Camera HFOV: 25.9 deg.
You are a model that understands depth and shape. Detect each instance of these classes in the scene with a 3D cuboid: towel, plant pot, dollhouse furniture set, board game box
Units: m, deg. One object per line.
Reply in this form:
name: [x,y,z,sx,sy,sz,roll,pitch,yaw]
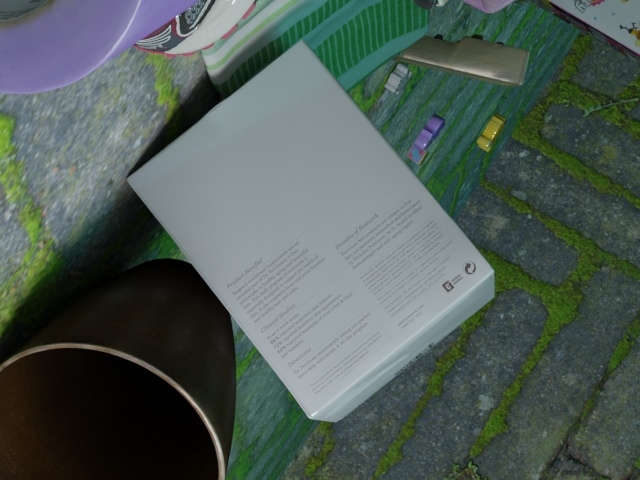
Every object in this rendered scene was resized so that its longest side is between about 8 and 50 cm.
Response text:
towel: [0.007,-0.199,1.290,0.248,0.038,0.325,-38,166,-7]
plant pot: [-0.160,0.119,1.235,0.230,0.215,0.215,-68,-177,-59]
dollhouse furniture set: [0.190,-0.324,1.704,0.212,0.161,0.242,-100,-157,-86]
board game box: [0.364,-0.350,1.933,0.097,0.303,0.224,-60,169,10]

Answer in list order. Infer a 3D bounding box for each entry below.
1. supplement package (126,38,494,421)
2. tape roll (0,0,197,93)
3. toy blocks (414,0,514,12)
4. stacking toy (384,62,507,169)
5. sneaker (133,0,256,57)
supplement package: [0.000,0.000,1.259,0.199,0.262,0.198,-39,169,0]
tape roll: [-0.126,-0.161,0.566,0.080,0.189,0.189,-47,165,-49]
toy blocks: [0.215,-0.368,1.073,0.309,0.260,0.288,-50,133,-29]
stacking toy: [0.127,-0.113,1.901,0.221,0.167,0.052,-59,169,6]
sneaker: [-0.085,-0.232,0.820,0.112,0.121,0.299,-16,147,-29]
